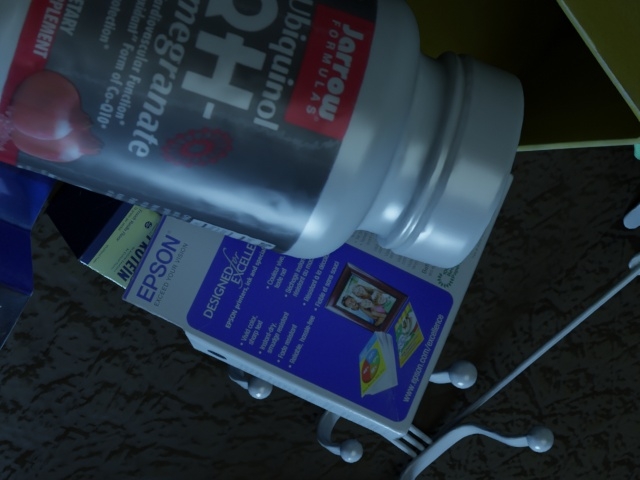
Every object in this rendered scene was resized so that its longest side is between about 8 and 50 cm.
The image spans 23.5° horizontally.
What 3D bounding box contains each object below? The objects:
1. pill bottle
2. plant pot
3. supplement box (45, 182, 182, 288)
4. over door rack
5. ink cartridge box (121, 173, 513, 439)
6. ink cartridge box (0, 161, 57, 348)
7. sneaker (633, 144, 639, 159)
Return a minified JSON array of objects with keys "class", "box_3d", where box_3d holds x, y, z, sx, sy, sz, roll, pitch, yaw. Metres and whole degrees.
[{"class":"pill bottle","box_3d":[-0.048,-0.092,0.933,0.318,0.176,0.176,18,106,-11]},{"class":"plant pot","box_3d":[0.144,-0.199,1.004,0.187,0.212,0.212,-47,112,-22]},{"class":"supplement box","box_3d":[-0.129,-0.006,1.047,0.083,0.083,0.056,35,97,-36]},{"class":"over door rack","box_3d":[0.118,0.049,1.183,0.324,0.108,0.239,-48,126,2]},{"class":"ink cartridge box","box_3d":[0.000,0.000,1.036,0.208,0.045,0.206,26,70,-4]},{"class":"ink cartridge box","box_3d":[-0.311,0.075,1.012,0.165,0.065,0.333,24,101,-32]},{"class":"sneaker","box_3d":[0.301,-0.089,1.179,0.158,0.182,0.410,-38,125,-54]}]
